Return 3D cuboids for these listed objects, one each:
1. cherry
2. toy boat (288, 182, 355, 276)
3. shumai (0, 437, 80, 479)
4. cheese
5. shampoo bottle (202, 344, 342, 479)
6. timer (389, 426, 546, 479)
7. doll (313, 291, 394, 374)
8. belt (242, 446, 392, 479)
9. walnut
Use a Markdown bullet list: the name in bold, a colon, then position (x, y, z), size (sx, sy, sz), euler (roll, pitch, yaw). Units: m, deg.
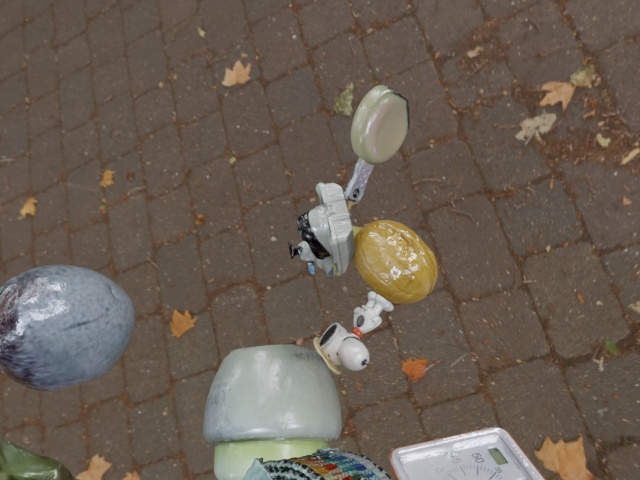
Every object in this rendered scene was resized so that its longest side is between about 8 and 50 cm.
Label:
- **cherry**: position (-0.500, 0.170, 0.960), size (0.255, 0.296, 0.218), euler (-23, 55, -8)
- **toy boat**: position (0.006, -0.003, 1.015), size (0.141, 0.269, 0.140), euler (4, 65, -8)
- **shumai**: position (-0.563, 0.528, 0.887), size (0.395, 0.395, 0.348), euler (-40, 80, 9)
- **cheese**: position (0.081, -0.140, 0.727), size (0.048, 0.092, 0.171), euler (31, 124, 39)
- **shampoo bottle**: position (-0.111, 0.408, 1.169), size (0.323, 0.322, 0.317), euler (-10, 61, 21)
- **timer**: position (0.292, 0.481, 0.894), size (0.250, 0.161, 0.257), euler (-22, 24, -4)
- **doll**: position (0.100, 0.288, 1.530), size (0.208, 0.144, 0.271), euler (-1, 52, 39)
- **belt**: position (-0.009, 0.396, 0.669), size (0.258, 0.150, 0.206), euler (-25, 64, 39)
- **walnut**: position (0.159, 0.044, 1.066), size (0.159, 0.159, 0.206), euler (-42, 74, 8)
